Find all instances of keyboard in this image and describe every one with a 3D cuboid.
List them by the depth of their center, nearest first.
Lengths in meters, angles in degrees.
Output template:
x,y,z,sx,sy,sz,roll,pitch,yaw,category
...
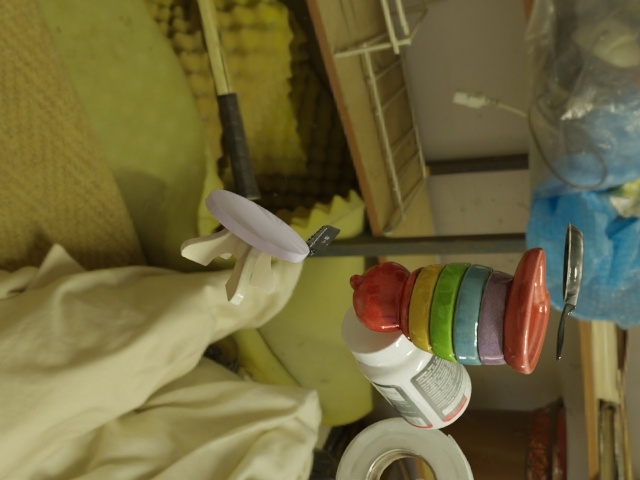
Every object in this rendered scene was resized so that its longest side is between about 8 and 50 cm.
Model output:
x,y,z,sx,sy,sz,roll,pitch,yaw,category
0.000,0.000,1.813,0.108,0.023,0.180,-49,167,6,keyboard

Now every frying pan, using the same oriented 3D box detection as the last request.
x,y,z,sx,sy,sz,roll,pitch,yaw,category
0.602,0.105,1.555,0.197,0.053,0.326,70,28,-50,frying pan

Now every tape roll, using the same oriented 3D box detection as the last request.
x,y,z,sx,sy,sz,roll,pitch,yaw,category
0.179,0.519,1.352,0.100,0.286,0.286,54,41,-61,tape roll

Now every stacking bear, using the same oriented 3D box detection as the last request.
x,y,z,sx,sy,sz,roll,pitch,yaw,category
0.186,0.101,0.996,0.164,0.289,0.175,-65,147,-31,stacking bear

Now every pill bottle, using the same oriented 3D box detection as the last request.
x,y,z,sx,sy,sz,roll,pitch,yaw,category
0.163,0.223,1.212,0.283,0.161,0.161,53,42,-39,pill bottle

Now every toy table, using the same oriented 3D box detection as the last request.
x,y,z,sx,sy,sz,roll,pitch,yaw,category
-0.179,0.015,1.501,0.274,0.161,0.252,32,19,-19,toy table

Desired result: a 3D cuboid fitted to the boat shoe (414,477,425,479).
x,y,z,sx,sy,sz,roll,pitch,yaw,category
0.189,0.525,1.233,0.042,0.048,0.133,94,-3,-59,boat shoe
